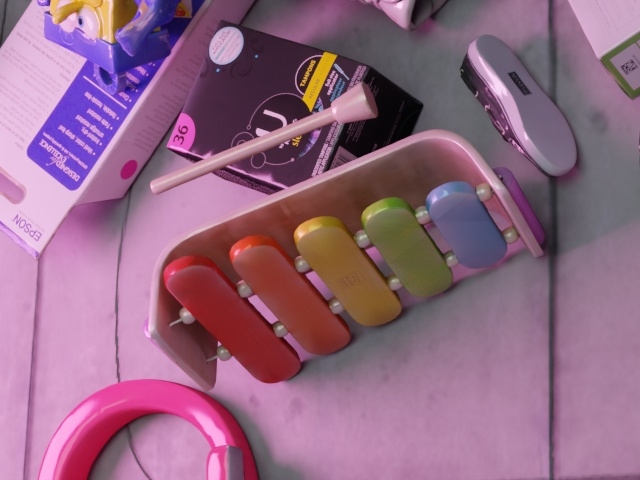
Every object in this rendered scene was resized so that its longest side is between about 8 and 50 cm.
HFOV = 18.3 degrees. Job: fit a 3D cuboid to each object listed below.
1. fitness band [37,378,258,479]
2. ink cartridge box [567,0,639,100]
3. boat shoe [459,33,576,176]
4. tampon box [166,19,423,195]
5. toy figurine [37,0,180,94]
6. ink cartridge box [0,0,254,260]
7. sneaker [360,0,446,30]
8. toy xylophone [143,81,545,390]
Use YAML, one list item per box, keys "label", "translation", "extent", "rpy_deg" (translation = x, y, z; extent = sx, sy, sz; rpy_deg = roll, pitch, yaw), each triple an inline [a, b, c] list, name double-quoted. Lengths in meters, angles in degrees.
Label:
- label: "fitness band"
  translation: [-0.148, 0.258, 1.656]
  extent: [0.209, 0.054, 0.291]
  rpy_deg: [-9, 70, 29]
- label: "ink cartridge box"
  translation: [0.295, -0.211, 1.520]
  extent: [0.209, 0.062, 0.109]
  rpy_deg: [-34, 41, 16]
- label: "boat shoe"
  translation: [0.158, -0.103, 1.597]
  extent: [0.142, 0.049, 0.040]
  rpy_deg: [61, 140, 26]
- label: "tampon box"
  translation: [-0.022, -0.097, 1.657]
  extent: [0.161, 0.101, 0.120]
  rpy_deg: [19, 85, 32]
- label: "toy figurine"
  translation: [-0.140, -0.221, 1.691]
  extent: [0.362, 0.191, 0.217]
  rpy_deg: [28, 121, 39]
- label: "ink cartridge box"
  translation: [-0.193, -0.171, 1.797]
  extent: [0.176, 0.069, 0.371]
  rpy_deg: [37, 92, 31]
- label: "sneaker"
  translation: [0.048, -0.229, 1.668]
  extent: [0.232, 0.090, 0.115]
  rpy_deg: [-10, 74, 27]
- label: "toy xylophone"
  translation: [0.000, 0.000, 1.546]
  extent: [0.322, 0.236, 0.081]
  rpy_deg: [-27, 54, 18]
